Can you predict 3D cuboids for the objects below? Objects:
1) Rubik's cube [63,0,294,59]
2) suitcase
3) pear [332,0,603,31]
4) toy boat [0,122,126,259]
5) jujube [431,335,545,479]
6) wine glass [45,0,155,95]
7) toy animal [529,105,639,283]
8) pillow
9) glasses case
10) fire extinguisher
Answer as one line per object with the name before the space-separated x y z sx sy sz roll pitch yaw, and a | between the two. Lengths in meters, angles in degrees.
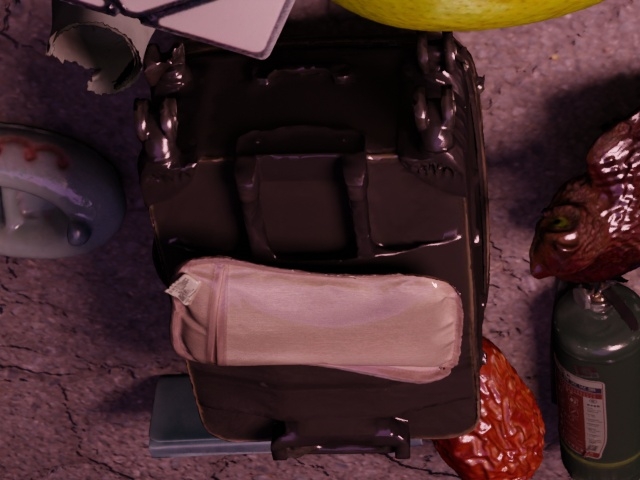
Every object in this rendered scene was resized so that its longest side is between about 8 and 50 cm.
Rubik's cube | -0.088 -0.279 1.241 0.205 0.205 0.207 16 136 -11
suitcase | 0.000 0.000 1.547 0.283 0.194 0.434 -2 137 7
pear | 0.119 -0.203 1.276 0.239 0.139 0.288 17 161 -13
toy boat | -0.274 -0.034 1.627 0.207 0.079 0.134 8 135 -1
jujube | 0.148 0.162 1.773 0.109 0.112 0.176 -40 129 -7
wine glass | -0.150 -0.194 1.346 0.079 0.195 0.079 3 138 3
toy animal | 0.249 -0.020 1.518 0.116 0.179 0.218 32 139 10
pillow | -0.004 0.062 1.445 0.232 0.038 0.131 3 136 0
glasses case | -0.031 0.162 1.818 0.266 0.105 0.056 -4 111 9
fire extinguisher | 0.258 0.112 1.725 0.093 0.118 0.294 -29 139 -15
